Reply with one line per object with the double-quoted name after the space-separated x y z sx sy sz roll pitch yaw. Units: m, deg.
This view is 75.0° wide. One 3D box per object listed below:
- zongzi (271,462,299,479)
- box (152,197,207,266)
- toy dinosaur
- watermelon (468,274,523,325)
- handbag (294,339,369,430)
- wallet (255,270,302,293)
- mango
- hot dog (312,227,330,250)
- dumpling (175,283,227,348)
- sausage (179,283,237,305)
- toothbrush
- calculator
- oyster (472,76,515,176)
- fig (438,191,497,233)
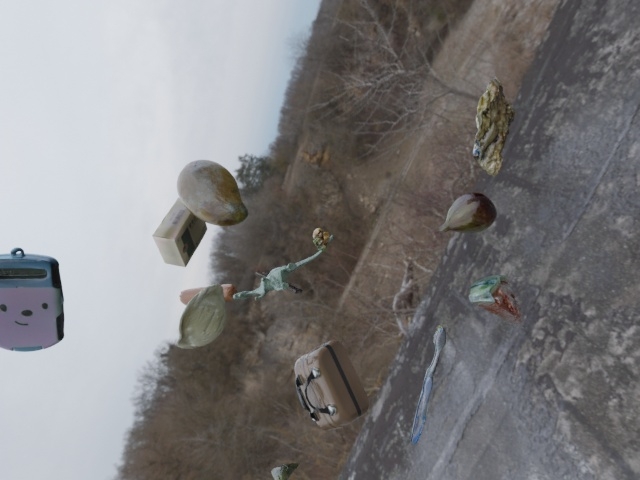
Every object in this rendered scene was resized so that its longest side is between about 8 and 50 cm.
-0.127 0.919 1.647 0.109 0.119 0.055 151 106 -71 "zongzi"
-0.531 -0.033 1.594 0.168 0.095 0.212 86 -164 -49 "box"
-0.091 0.100 1.300 0.383 0.076 0.129 -26 14 -14 "toy dinosaur"
0.440 0.139 1.005 0.187 0.139 0.071 -16 -29 -54 "watermelon"
0.023 0.538 1.525 0.149 0.302 0.283 -33 -16 33 "handbag"
-0.216 0.220 2.196 0.039 0.243 0.133 -66 -15 -5 "wallet"
-0.365 -0.154 1.409 0.192 0.316 0.146 -36 -26 -19 "mango"
0.000 0.000 1.241 0.041 0.056 0.133 -63 -3 -14 "hot dog"
-0.404 0.264 1.396 0.179 0.131 0.252 1 -62 -57 "dumpling"
-0.516 0.253 1.918 0.086 0.289 0.086 -9 -90 -75 "sausage"
0.339 0.465 1.320 0.042 0.035 0.414 -96 16 -79 "toothbrush"
-0.731 0.150 1.031 0.051 0.172 0.293 -126 41 -60 "calculator"
0.481 -0.321 1.157 0.214 0.083 0.223 -63 -38 -27 "oyster"
0.390 -0.060 1.118 0.154 0.109 0.103 -36 -19 3 "fig"
